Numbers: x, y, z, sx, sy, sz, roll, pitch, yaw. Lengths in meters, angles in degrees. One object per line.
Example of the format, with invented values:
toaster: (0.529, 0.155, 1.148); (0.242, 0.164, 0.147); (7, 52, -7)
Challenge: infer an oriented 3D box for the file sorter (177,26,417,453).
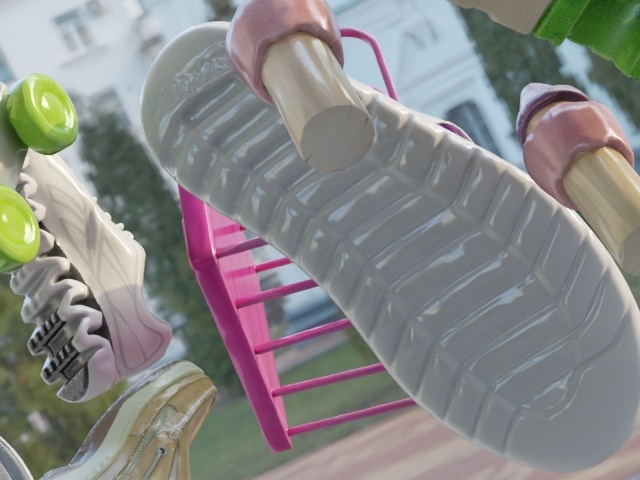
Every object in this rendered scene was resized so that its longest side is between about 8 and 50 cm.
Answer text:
file sorter: (0.000, 0.000, 1.305); (0.182, 0.202, 0.291); (-15, -38, 2)

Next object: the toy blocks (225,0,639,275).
toy blocks: (0.125, -0.190, 0.918); (0.288, 0.260, 0.309); (18, -64, -28)

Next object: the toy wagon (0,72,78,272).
toy wagon: (-0.301, 0.021, 1.063); (0.267, 0.068, 0.344); (-25, 34, 26)

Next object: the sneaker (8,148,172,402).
sneaker: (-0.231, -0.002, 1.424); (0.118, 0.292, 0.110); (-18, -9, -37)

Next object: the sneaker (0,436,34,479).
sneaker: (-0.316, 0.314, 1.633); (0.094, 0.258, 0.091); (-25, -7, -15)

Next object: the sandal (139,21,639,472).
sandal: (0.063, -0.012, 1.108); (0.169, 0.416, 0.102); (-50, -4, 13)

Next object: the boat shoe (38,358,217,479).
boat shoe: (-0.094, 0.133, 0.833); (0.190, 0.072, 0.068); (-48, -22, -51)
